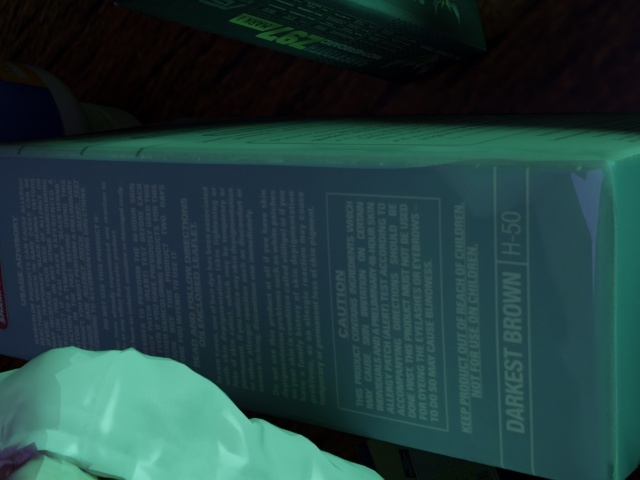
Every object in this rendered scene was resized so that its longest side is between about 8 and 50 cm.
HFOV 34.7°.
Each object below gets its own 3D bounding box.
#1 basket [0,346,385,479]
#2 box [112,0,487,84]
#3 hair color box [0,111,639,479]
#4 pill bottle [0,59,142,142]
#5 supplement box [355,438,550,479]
[{"bbox_3d":[-0.083,0.254,0.417,0.328,0.331,0.266,-27,41,40],"label":"basket"},{"bbox_3d":[-0.013,-0.182,0.486,0.059,0.233,0.183,-18,79,34],"label":"box"},{"bbox_3d":[0.000,0.000,0.497,0.374,0.185,0.113,5,103,38],"label":"hair color box"},{"bbox_3d":[-0.237,-0.043,0.637,0.152,0.272,0.152,0,91,39],"label":"pill bottle"},{"bbox_3d":[0.077,0.125,0.524,0.083,0.056,0.083,-32,70,34],"label":"supplement box"}]
